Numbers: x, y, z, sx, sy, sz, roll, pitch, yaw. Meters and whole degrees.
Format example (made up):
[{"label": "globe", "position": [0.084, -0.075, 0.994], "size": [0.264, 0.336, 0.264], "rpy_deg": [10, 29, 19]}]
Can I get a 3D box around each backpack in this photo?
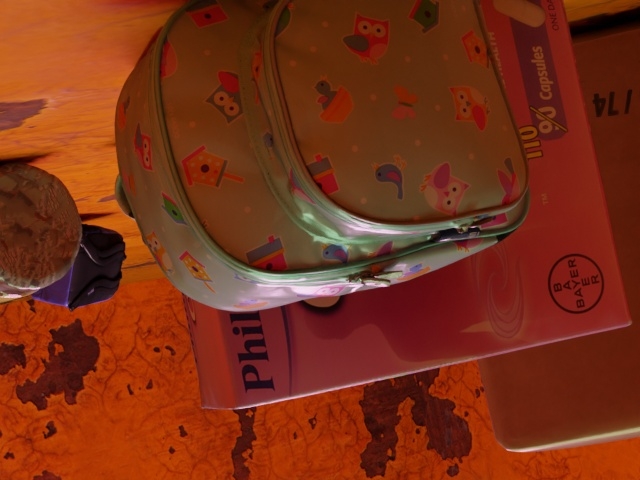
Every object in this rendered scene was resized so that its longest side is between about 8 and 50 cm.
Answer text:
[{"label": "backpack", "position": [-0.290, 0.021, 1.864], "size": [0.101, 0.098, 0.120], "rpy_deg": [19, -169, 25]}, {"label": "backpack", "position": [-0.001, -0.053, 0.779], "size": [0.188, 0.166, 0.144], "rpy_deg": [-15, 176, -18]}]

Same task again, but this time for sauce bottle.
[{"label": "sauce bottle", "position": [-0.339, 0.018, 1.374], "size": [0.111, 0.111, 0.344], "rpy_deg": [-9, 175, -42]}]

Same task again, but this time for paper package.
[{"label": "paper package", "position": [0.267, -0.014, 1.205], "size": [0.325, 0.309, 0.168], "rpy_deg": [-13, 175, 12]}]

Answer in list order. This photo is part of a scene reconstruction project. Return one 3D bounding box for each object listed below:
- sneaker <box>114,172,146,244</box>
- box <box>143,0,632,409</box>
[{"label": "sneaker", "position": [-0.049, -0.052, 1.264], "size": [0.256, 0.094, 0.151], "rpy_deg": [-11, -175, 41]}, {"label": "box", "position": [0.034, -0.028, 0.941], "size": [0.243, 0.213, 0.117], "rpy_deg": [-10, 177, -14]}]
